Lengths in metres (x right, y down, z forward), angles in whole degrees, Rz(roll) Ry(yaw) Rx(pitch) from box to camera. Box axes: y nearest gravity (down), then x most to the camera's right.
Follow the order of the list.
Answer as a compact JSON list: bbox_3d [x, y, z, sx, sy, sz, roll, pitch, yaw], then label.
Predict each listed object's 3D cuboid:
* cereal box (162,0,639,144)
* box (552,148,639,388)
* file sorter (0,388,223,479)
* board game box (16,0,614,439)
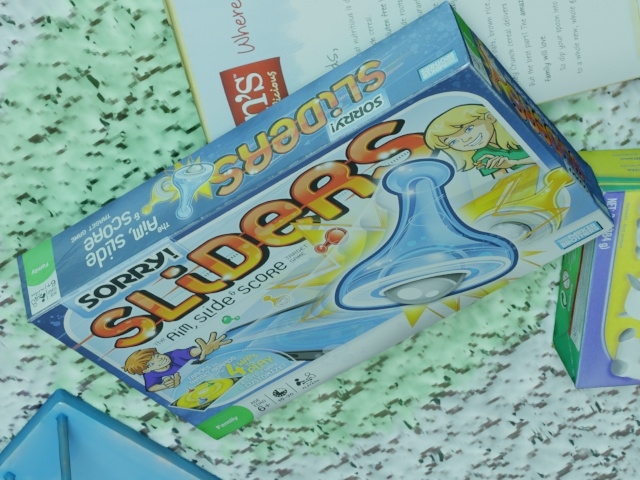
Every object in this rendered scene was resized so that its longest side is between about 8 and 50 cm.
[{"bbox_3d":[0.054,-0.129,0.695,0.240,0.047,0.173,-14,125,-1],"label":"cereal box"},{"bbox_3d":[0.199,0.010,0.812,0.179,0.043,0.105,-4,121,-11],"label":"box"},{"bbox_3d":[-0.119,0.179,0.817,0.118,0.104,0.170,34,110,-26],"label":"file sorter"},{"bbox_3d":[0.000,0.000,0.732,0.201,0.035,0.136,-30,141,18],"label":"board game box"}]
